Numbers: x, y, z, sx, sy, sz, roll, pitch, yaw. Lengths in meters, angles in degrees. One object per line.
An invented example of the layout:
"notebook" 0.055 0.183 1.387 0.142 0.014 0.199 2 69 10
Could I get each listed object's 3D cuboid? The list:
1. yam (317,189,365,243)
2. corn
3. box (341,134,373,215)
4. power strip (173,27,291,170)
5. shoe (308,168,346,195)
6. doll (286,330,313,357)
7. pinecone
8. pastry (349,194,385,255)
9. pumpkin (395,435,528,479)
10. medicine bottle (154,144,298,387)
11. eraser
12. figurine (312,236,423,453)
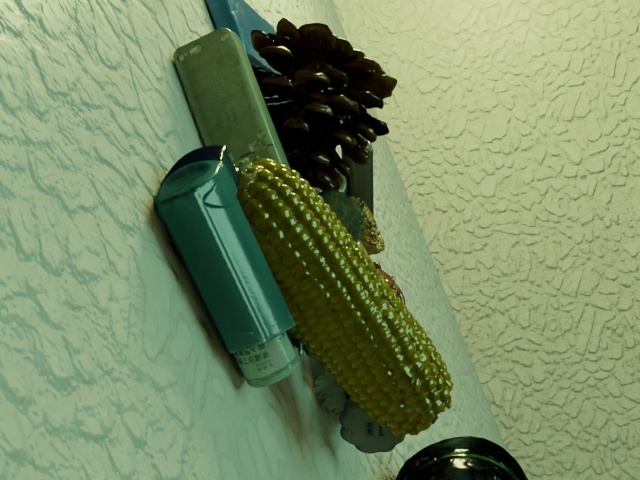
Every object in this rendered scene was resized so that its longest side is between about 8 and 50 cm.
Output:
"yam" 0.000 0.000 1.180 0.107 0.107 0.183 63 35 -24
"corn" 0.010 0.065 1.019 0.387 0.144 0.144 51 15 -5
"box" 0.080 -0.139 1.807 0.244 0.055 0.103 86 -8 -51
"power strip" -0.106 -0.135 1.117 0.053 0.093 0.288 7 63 -79
"shoe" -0.002 -0.098 1.477 0.251 0.100 0.103 28 41 -67
"doll" -0.029 0.115 1.124 0.083 0.050 0.076 60 34 -40
"pinecone" -0.019 -0.191 1.253 0.264 0.264 0.264 -22 90 -77
"pastry" 0.081 -0.030 1.759 0.056 0.080 0.140 7 62 -63
"pumpkin" 0.249 0.454 1.301 0.315 0.238 0.315 55 20 -31
"medicine bottle" -0.098 0.028 0.910 0.124 0.079 0.258 -59 127 -73
"eraser" -0.122 -0.362 1.541 0.312 0.042 0.144 8 61 -76
"figurine" 0.071 0.134 1.252 0.387 0.166 0.207 -88 172 -53
